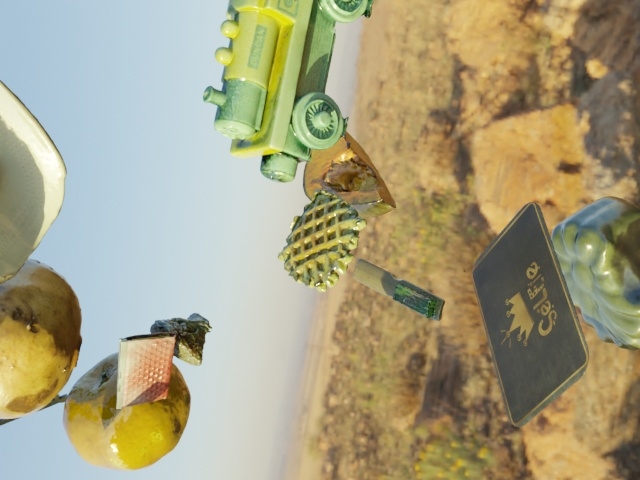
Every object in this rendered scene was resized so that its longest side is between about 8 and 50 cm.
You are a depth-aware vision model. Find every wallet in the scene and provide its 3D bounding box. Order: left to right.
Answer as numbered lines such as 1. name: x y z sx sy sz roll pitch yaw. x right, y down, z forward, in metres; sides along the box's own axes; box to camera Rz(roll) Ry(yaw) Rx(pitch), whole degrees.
1. wallet: -0.326 0.241 1.701 0.197 0.103 0.020 104 151 -42

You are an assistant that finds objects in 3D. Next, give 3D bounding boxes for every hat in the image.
1. hat: -0.449 -0.086 1.074 0.168 0.301 0.258 -4 46 45

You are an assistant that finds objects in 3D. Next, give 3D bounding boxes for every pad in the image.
1. pad: 0.359 0.105 1.633 0.315 0.063 0.376 124 148 -43

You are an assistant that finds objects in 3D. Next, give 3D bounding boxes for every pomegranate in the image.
1. pomegranate: -0.535 0.168 1.554 0.281 0.281 0.281 -169 90 -89

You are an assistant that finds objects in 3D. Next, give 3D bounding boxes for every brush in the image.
1. brush: 0.166 0.109 2.058 0.282 0.048 0.054 27 105 47

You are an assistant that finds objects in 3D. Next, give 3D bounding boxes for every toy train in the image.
1. toy train: -0.066 -0.275 1.319 0.150 0.237 0.369 -3 74 52

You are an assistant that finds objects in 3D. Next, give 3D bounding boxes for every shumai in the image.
1. shumai: -0.263 0.179 1.789 0.099 0.124 0.087 1 51 49

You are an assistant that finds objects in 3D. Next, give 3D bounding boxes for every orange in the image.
1. orange: -0.411 0.368 1.971 0.279 0.279 0.235 -81 -32 -59

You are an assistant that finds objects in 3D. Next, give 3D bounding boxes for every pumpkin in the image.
1. pumpkin: 0.071 -0.122 2.286 0.169 0.148 0.312 -40 42 14

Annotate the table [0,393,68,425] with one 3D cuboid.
1. table: -0.762 0.256 2.058 0.335 0.272 0.222 25 129 56

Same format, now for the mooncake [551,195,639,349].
1. mooncake: 0.679 0.080 2.114 0.351 0.187 0.351 54 169 15

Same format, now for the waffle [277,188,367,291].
1. waffle: 0.000 0.000 1.906 0.208 0.054 0.214 -58 41 8
